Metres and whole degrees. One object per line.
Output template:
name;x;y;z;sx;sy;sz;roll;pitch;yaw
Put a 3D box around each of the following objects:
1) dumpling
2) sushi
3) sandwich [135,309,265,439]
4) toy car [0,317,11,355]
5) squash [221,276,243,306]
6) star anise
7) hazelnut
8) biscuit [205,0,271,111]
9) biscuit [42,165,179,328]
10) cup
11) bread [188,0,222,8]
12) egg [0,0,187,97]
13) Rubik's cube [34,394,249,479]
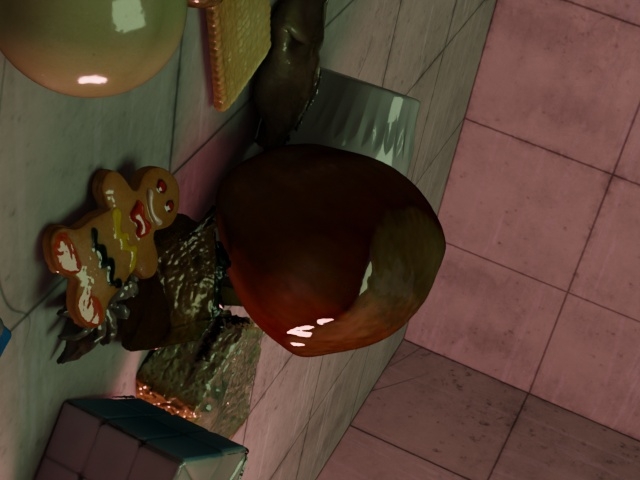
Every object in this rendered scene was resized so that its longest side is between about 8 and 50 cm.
dumpling;-0.058;-0.274;1.945;0.166;0.086;0.332;-112;-145;-62
sushi;-0.207;0.087;1.802;0.140;0.149;0.287;-32;144;-47
sandwich;-0.209;0.254;2.116;0.262;0.131;0.325;-49;156;-49
toy car;-0.403;0.148;1.281;0.191;0.097;0.100;-63;166;-17
squash;-0.087;0.089;2.130;0.219;0.219;0.041;-11;103;-74
star anise;-0.296;0.083;1.651;0.195;0.065;0.182;-50;158;-56
hazelnut;0.005;0.007;1.902;0.366;0.366;0.366;-60;164;-28
biscuit;-0.120;-0.314;1.757;0.160;0.030;0.249;-59;164;-29
biscuit;-0.256;-0.012;1.571;0.250;0.036;0.165;-49;131;-43
cup;0.025;-0.109;2.189;0.253;0.253;0.371;-9;118;-74
bread;-0.141;-0.379;1.386;0.230;0.123;0.230;22;90;-79
egg;-0.221;-0.232;1.173;0.254;0.189;0.188;-17;128;-80
Rubik's cube;-0.277;0.375;1.806;0.231;0.225;0.221;14;97;-68
